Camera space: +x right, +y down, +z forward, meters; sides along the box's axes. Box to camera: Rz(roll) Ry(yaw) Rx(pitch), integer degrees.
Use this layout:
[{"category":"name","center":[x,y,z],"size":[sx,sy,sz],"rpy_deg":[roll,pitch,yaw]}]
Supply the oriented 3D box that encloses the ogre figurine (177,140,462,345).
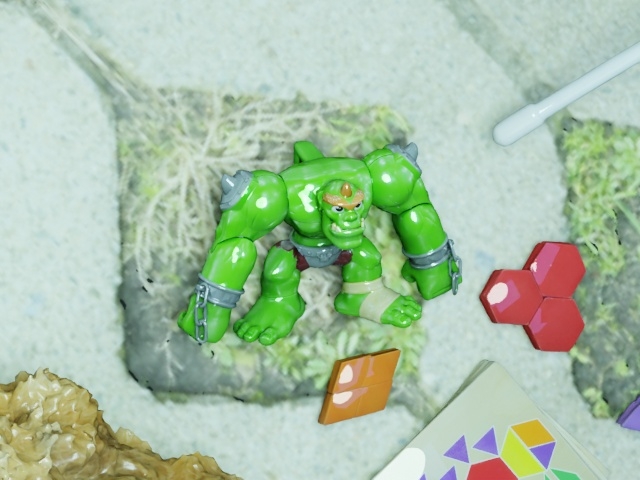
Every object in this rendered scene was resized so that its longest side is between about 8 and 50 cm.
[{"category":"ogre figurine","center":[0.000,0.000,1.150],"size":[0.197,0.097,0.118],"rpy_deg":[-3,112,-1]}]

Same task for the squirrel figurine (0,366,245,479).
[{"category":"squirrel figurine","center":[-0.210,0.278,1.043],"size":[0.371,0.281,0.397],"rpy_deg":[11,75,-6]}]

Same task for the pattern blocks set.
[{"category":"pattern blocks set","center":[0.109,0.186,1.220],"size":[0.325,0.026,0.285],"rpy_deg":[-35,101,-13]}]

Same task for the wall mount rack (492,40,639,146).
[{"category":"wall mount rack","center":[0.309,-0.084,1.210],"size":[0.304,0.130,0.350],"rpy_deg":[-40,103,-21]}]
